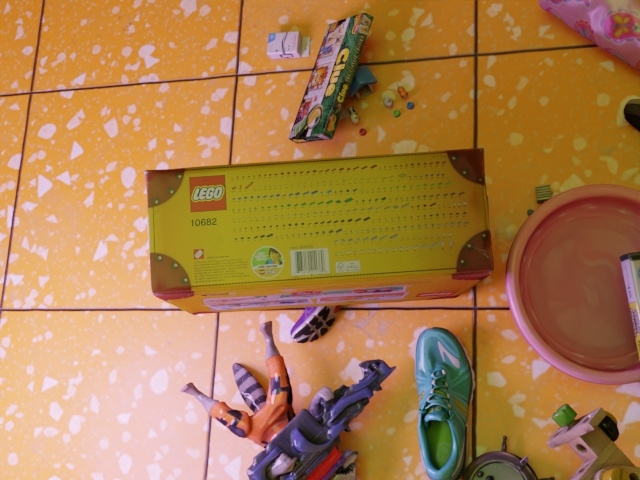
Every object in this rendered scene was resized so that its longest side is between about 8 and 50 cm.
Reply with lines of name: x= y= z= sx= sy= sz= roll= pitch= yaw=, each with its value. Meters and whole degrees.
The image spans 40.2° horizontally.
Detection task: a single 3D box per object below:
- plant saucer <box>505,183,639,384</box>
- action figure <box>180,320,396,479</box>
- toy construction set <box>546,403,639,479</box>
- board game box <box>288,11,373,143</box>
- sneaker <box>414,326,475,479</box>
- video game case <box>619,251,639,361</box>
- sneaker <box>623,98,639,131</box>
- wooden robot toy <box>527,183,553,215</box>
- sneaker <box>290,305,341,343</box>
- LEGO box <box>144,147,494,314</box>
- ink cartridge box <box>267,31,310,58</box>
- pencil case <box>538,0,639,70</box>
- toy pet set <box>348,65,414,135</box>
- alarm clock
plant saucer: x=0.469 y=0.074 z=1.457 sx=0.332 sy=0.084 sz=0.332 roll=0 pitch=78 yaw=0
action figure: x=-0.033 y=0.309 z=1.570 sx=0.341 sy=0.178 sz=0.330 roll=-35 pitch=74 yaw=-18
toy construction set: x=0.410 y=0.373 z=1.300 sx=0.257 sy=0.309 sz=0.237 roll=-34 pitch=82 yaw=-4
board game box: x=0.020 y=-0.317 z=1.723 sx=0.136 sy=0.030 sz=0.259 roll=4 pitch=73 yaw=56
sneaker: x=0.211 y=0.281 z=1.501 sx=0.107 sy=0.110 sz=0.275 roll=-7 pitch=73 yaw=15
video game case: x=0.631 y=0.129 z=1.390 sx=0.275 sy=0.035 sz=0.248 roll=-6 pitch=80 yaw=-7
sneaker: x=0.597 y=-0.147 z=1.514 sx=0.222 sy=0.083 sz=0.118 roll=41 pitch=90 yaw=21
wooden robot toy: x=0.394 y=-0.020 z=1.543 sx=0.076 sy=0.079 sz=0.173 roll=9 pitch=79 yaw=19
sneaker: x=-0.003 y=0.118 z=1.645 sx=0.071 sy=0.068 sz=0.170 roll=29 pitch=76 yaw=37
LEGO box: x=0.000 y=0.000 z=1.430 sx=0.501 sy=0.372 sz=0.193 roll=-4 pitch=81 yaw=0
ink cartridge box: x=-0.066 y=-0.405 z=1.813 sx=0.083 sy=0.028 sz=0.048 roll=0 pitch=76 yaw=16
pencil case: x=0.539 y=-0.408 z=1.587 sx=0.284 sy=0.124 sz=0.124 roll=39 pitch=89 yaw=22
toy pet set: x=0.101 y=-0.287 z=1.711 sx=0.122 sy=0.065 sz=0.114 roll=-30 pitch=69 yaw=7
alarm clock: x=0.288 y=0.434 z=1.465 sx=0.129 sy=0.064 sz=0.192 roll=39 pitch=92 yaw=22
